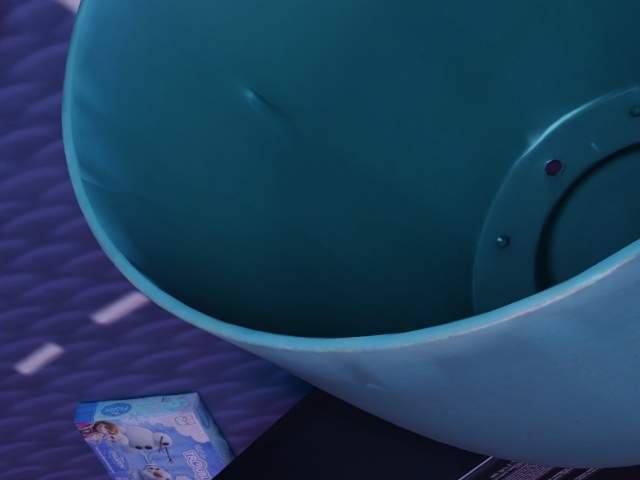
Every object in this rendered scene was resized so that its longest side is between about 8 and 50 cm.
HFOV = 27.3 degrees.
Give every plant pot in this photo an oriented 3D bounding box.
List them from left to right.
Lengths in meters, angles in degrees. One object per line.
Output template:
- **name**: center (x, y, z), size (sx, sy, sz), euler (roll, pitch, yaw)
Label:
- **plant pot**: center (0.091, -0.048, 0.499), size (0.293, 0.293, 0.235), euler (-17, 146, 25)

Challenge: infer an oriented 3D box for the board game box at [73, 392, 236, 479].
- **board game box**: center (-0.113, 0.143, 0.919), size (0.090, 0.020, 0.090), euler (-8, 135, 16)

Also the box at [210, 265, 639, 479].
- **box**: center (0.080, 0.123, 0.754), size (0.184, 0.103, 0.261), euler (5, 145, -36)
